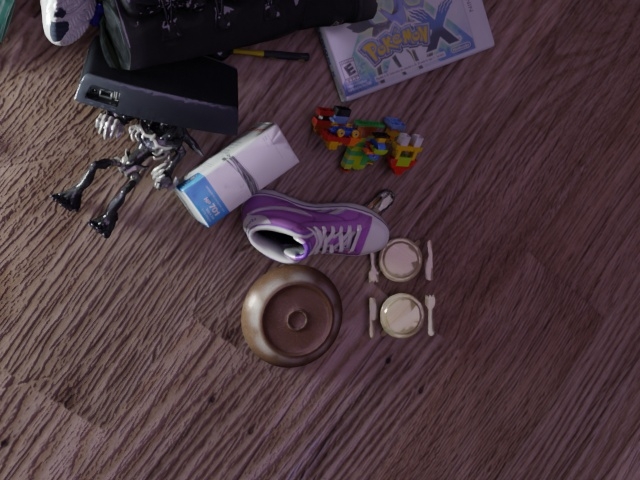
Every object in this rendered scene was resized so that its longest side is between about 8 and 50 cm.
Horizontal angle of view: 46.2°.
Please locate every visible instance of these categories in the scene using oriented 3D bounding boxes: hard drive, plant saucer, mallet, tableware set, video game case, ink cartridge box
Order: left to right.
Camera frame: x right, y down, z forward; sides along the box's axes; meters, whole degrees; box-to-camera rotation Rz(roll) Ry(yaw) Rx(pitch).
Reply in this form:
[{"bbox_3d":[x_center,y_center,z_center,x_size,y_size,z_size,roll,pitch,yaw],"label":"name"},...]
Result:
[{"bbox_3d":[-0.253,-0.256,1.212,0.254,0.172,0.054,11,131,-16],"label":"hard drive"},{"bbox_3d":[-0.148,-0.115,1.276,0.190,0.139,0.082,-36,107,-11],"label":"ink cartridge box"},{"bbox_3d":[-0.113,-0.328,1.322,0.189,0.062,0.039,-2,94,-33],"label":"mallet"},{"bbox_3d":[-0.047,0.145,1.396,0.198,0.036,0.199,-2,98,-17],"label":"plant saucer"},{"bbox_3d":[0.139,-0.450,1.383,0.329,0.036,0.300,-23,103,-14],"label":"video game case"},{"bbox_3d":[0.155,0.091,1.454,0.128,0.039,0.194,-1,91,-6],"label":"tableware set"}]

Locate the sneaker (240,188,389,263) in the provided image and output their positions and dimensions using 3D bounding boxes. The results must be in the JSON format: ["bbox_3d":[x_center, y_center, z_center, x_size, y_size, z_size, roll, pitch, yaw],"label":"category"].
[{"bbox_3d":[-0.001,0.001,1.319,0.282,0.161,0.102,8,116,-15],"label":"sneaker"}]

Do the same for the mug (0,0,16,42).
[{"bbox_3d":[-0.526,-0.347,1.144,0.097,0.157,0.130,18,67,-22],"label":"mug"}]

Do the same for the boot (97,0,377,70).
[{"bbox_3d":[-0.153,-0.478,1.160,0.445,0.146,0.367,-18,96,-20],"label":"boot"}]

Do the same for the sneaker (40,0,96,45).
[{"bbox_3d":[-0.434,-0.412,1.155,0.153,0.094,0.235,1,92,21],"label":"sneaker"}]

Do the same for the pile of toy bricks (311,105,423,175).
[{"bbox_3d":[0.071,-0.170,1.373,0.212,0.118,0.105,0,125,-34],"label":"pile of toy bricks"}]

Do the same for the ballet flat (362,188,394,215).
[{"bbox_3d":[0.098,-0.054,1.416,0.114,0.041,0.041,-46,107,-8],"label":"ballet flat"}]

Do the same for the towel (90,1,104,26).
[{"bbox_3d":[-0.226,-0.458,1.243,0.308,0.076,0.228,0,97,-18],"label":"towel"}]

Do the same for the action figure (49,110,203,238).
[{"bbox_3d":[-0.300,-0.137,1.226,0.164,0.141,0.276,40,86,-12],"label":"action figure"}]
